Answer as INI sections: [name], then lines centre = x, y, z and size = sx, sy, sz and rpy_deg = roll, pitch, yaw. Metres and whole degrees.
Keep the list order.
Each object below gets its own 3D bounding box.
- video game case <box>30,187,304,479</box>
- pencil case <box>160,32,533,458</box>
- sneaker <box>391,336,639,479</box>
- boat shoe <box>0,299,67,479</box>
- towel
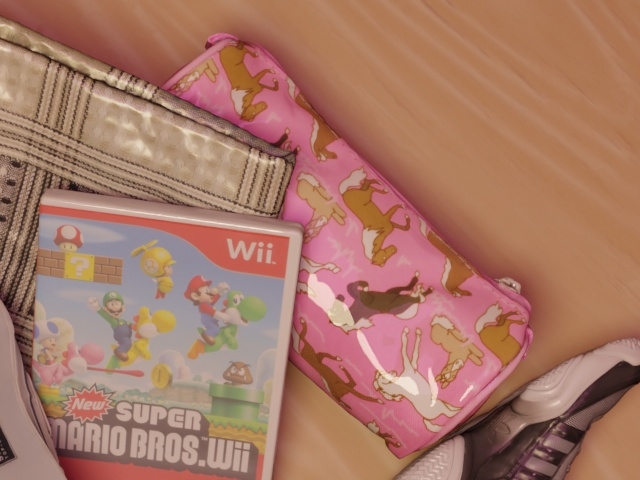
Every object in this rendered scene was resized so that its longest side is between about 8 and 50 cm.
[video game case]
centre = -0.130, 0.106, 1.231
size = 0.204, 0.025, 0.285
rpy_deg = 8, 113, 1
[pencil case]
centre = 0.000, 0.000, 1.298
size = 0.386, 0.160, 0.167
rpy_deg = 44, 47, 5
[sneaker]
centre = 0.192, 0.203, 1.306
size = 0.268, 0.101, 0.153
rpy_deg = -33, 83, -7
[boat shoe]
centre = -0.261, 0.143, 1.196
size = 0.095, 0.084, 0.258
rpy_deg = -17, 66, -14
[towel]
centre = -0.217, 0.001, 1.237
size = 0.324, 0.056, 0.312
rpy_deg = 24, 115, 1
